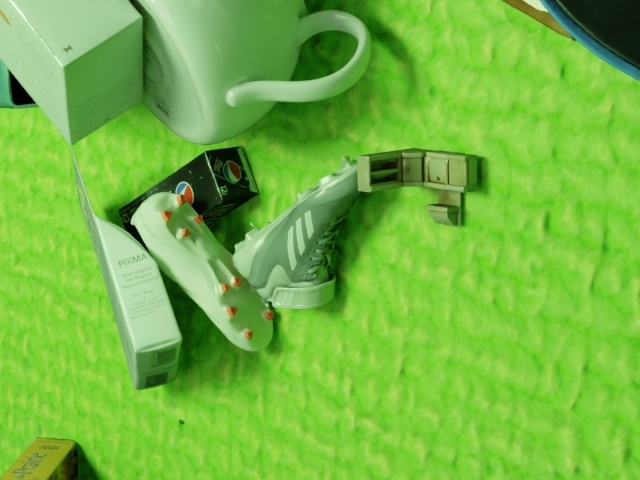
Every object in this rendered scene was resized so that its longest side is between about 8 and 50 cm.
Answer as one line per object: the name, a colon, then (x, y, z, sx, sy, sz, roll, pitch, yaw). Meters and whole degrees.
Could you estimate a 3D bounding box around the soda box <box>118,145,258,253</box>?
soda box: (-0.142, -0.040, 1.776, 0.169, 0.053, 0.060, -30, 77, 45)

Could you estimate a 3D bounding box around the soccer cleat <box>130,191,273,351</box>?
soccer cleat: (-0.120, 0.034, 1.730, 0.196, 0.068, 0.076, 54, 143, -9)

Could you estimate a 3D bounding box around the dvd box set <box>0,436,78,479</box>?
dvd box set: (-0.340, 0.423, 1.842, 0.062, 0.420, 0.307, 1, 99, 5)

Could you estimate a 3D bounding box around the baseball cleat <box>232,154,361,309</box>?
baseball cleat: (0.000, 0.000, 1.641, 0.206, 0.072, 0.109, -36, 87, 45)

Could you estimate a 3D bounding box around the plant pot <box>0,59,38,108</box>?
plant pot: (-0.292, -0.224, 1.810, 0.234, 0.165, 0.165, 180, 82, -66)

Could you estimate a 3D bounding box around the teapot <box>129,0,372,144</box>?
teapot: (-0.096, -0.227, 1.614, 0.256, 0.187, 0.252, 58, 162, -7)

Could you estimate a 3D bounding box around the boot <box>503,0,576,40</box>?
boot: (0.138, -0.333, 1.410, 0.280, 0.096, 0.264, 29, 116, 38)

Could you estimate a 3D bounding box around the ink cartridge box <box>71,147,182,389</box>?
ink cartridge box: (-0.208, 0.030, 1.795, 0.189, 0.066, 0.232, 109, 147, -72)

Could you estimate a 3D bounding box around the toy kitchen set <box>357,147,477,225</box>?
toy kitchen set: (0.089, -0.045, 1.522, 0.083, 0.075, 0.068, 10, 105, 49)

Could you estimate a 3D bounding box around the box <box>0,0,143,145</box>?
box: (-0.242, -0.193, 1.589, 0.130, 0.091, 0.170, 51, 162, 13)

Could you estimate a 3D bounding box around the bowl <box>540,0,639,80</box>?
bowl: (0.297, -0.268, 1.142, 0.391, 0.077, 0.391, 12, 124, 18)
